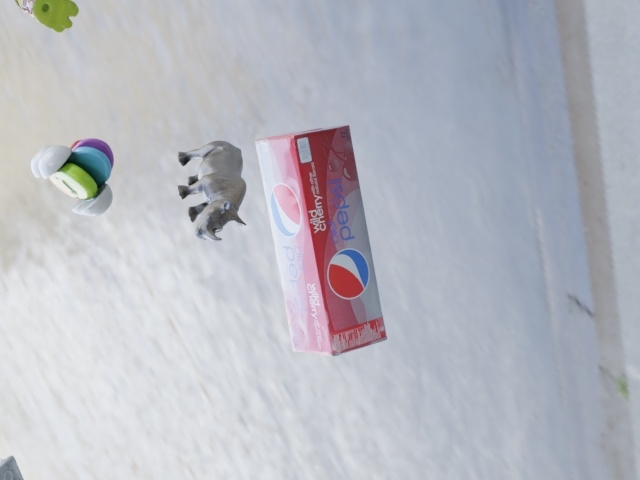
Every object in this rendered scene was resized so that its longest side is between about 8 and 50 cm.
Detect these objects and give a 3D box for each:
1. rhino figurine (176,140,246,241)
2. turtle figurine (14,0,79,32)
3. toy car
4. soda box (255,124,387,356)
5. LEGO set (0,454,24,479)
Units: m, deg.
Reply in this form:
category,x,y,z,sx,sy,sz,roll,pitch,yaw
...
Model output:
category,x,y,z,sx,sy,sz,roll,pitch,yaw
rhino figurine,-0.166,-0.077,1.829,0.243,0.106,0.073,-101,-12,-52
turtle figurine,-0.342,-0.320,1.331,0.217,0.269,0.087,20,157,42
toy car,-0.465,-0.138,2.268,0.159,0.136,0.182,46,166,-19
soda box,0.000,0.000,1.374,0.092,0.083,0.263,-1,101,56
LEGO set,-0.288,0.146,0.840,0.107,0.132,0.287,-10,95,28
